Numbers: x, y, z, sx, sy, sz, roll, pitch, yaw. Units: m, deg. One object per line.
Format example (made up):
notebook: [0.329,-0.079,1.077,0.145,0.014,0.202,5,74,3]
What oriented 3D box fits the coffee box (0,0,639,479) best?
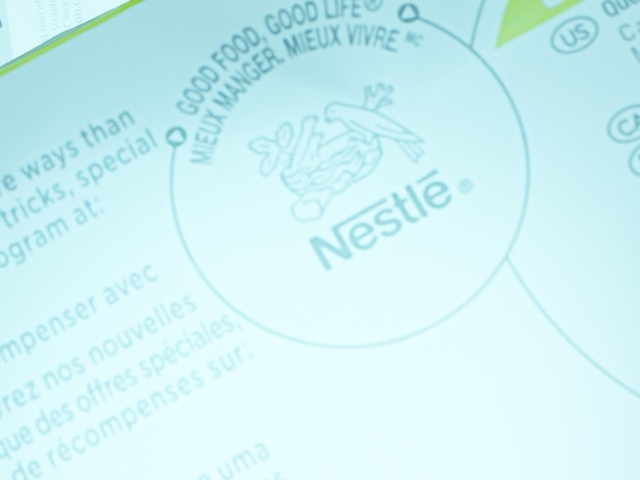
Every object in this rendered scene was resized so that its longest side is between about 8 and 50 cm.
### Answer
coffee box: [0.062,0.119,0.487,0.338,0.337,0.334,-29,76,-3]

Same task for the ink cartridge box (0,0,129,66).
ink cartridge box: [0.000,0.000,0.755,0.272,0.130,0.309,-8,83,-1]
